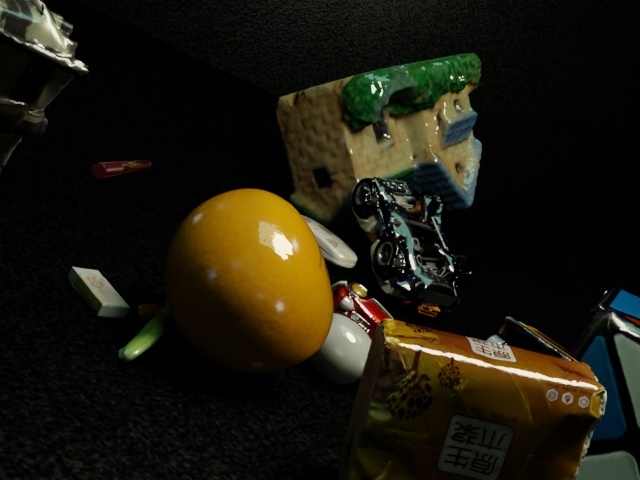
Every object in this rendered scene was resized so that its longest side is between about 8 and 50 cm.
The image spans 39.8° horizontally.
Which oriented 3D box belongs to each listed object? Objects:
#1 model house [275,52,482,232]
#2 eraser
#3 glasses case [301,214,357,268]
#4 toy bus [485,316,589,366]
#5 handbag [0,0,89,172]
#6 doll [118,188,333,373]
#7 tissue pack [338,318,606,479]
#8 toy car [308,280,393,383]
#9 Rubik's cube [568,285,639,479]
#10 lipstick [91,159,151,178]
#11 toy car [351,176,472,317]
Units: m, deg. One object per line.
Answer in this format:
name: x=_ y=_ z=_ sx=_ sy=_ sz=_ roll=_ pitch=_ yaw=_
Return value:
model house: x=0.138 y=-0.179 z=1.854 sx=0.335 sy=0.342 sz=0.382 roll=-5 pitch=10 yaw=45
eraser: x=-0.253 y=0.059 z=1.006 sx=0.038 sy=0.019 sz=0.083 roll=9 pitch=23 yaw=-47
glasses case: x=0.000 y=0.000 z=1.598 sx=0.164 sy=0.041 sz=0.063 roll=39 pitch=18 yaw=35
toy bus: x=0.209 y=0.198 z=1.017 sx=0.098 sy=0.201 sz=0.114 roll=37 pitch=9 yaw=32
handbag: x=-0.398 y=-0.104 z=0.701 sx=0.327 sy=0.325 sz=0.162 roll=19 pitch=31 yaw=-35
doll: x=-0.109 y=0.053 z=0.994 sx=0.236 sy=0.213 sz=0.213 roll=-17 pitch=22 yaw=-2
tissue pack: x=0.146 y=0.188 z=0.878 sx=0.226 sy=0.183 sz=0.092 roll=14 pitch=16 yaw=-4
toy car: x=0.036 y=0.135 z=1.122 sx=0.139 sy=0.112 sz=0.112 roll=38 pitch=31 yaw=5
Rubik's cube: x=0.424 y=0.231 z=1.174 sx=0.246 sy=0.250 sz=0.248 roll=32 pitch=18 yaw=18
lipstick: x=-0.327 y=-0.121 z=1.467 sx=0.027 sy=0.027 sz=0.176 roll=30 pitch=14 yaw=7
toy car: x=0.154 y=0.009 z=1.595 sx=0.193 sy=0.118 sz=0.301 roll=17 pitch=41 yaw=-33
